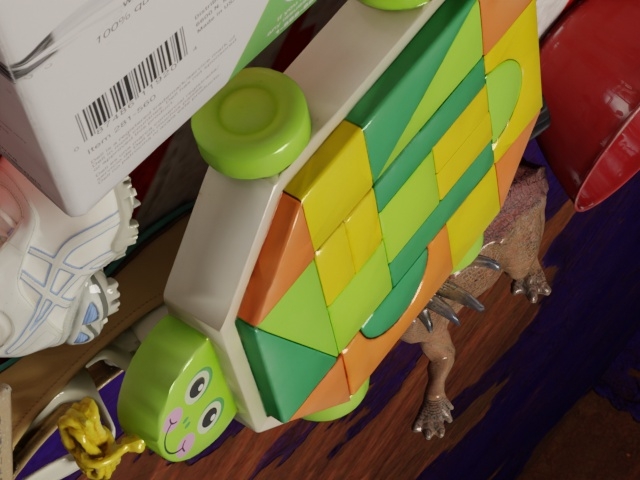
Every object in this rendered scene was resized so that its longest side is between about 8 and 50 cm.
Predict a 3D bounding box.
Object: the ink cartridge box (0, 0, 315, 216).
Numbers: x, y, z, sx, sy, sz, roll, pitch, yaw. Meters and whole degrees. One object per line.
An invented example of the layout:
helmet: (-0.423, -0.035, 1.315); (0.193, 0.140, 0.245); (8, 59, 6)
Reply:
ink cartridge box: (-0.067, -0.123, 0.610); (0.160, 0.092, 0.219); (-44, 164, -14)

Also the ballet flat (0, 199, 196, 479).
ballet flat: (-0.120, 0.071, 0.998); (0.232, 0.073, 0.080); (-41, 164, -23)

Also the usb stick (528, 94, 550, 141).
usb stick: (0.040, -0.030, 1.186); (0.278, 0.077, 0.045); (-36, 128, -34)

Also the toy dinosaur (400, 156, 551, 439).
toy dinosaur: (0.098, 0.001, 1.341); (0.296, 0.127, 0.200); (-45, 159, -30)

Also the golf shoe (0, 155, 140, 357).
golf shoe: (-0.131, 0.000, 0.816); (0.086, 0.069, 0.176); (-23, 149, -27)

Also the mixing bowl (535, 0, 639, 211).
mixing bowl: (0.215, -0.120, 1.377); (0.181, 0.098, 0.181); (-42, 164, -15)

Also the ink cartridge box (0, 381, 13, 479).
ink cartridge box: (-0.231, 0.171, 0.771); (0.235, 0.088, 0.193); (-23, 121, -56)

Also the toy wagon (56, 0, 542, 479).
toy wagon: (0.000, 0.000, 0.982); (0.344, 0.068, 0.267); (-51, 153, -22)
